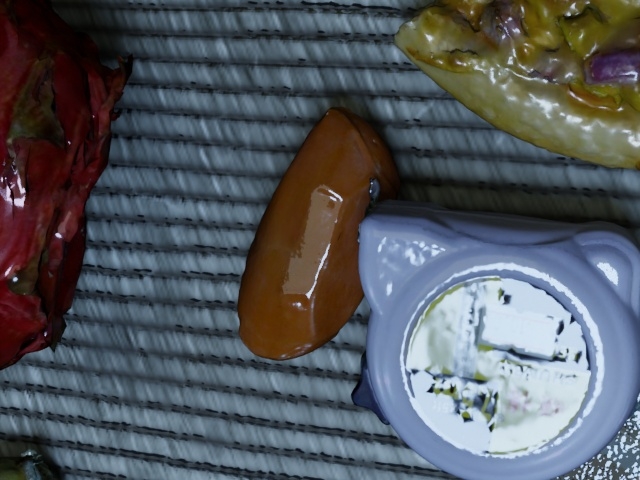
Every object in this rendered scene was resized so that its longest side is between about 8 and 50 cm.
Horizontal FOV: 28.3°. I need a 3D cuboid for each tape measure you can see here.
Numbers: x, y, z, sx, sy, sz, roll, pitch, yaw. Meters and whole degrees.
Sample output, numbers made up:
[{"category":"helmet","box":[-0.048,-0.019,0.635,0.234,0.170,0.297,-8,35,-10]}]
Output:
[{"category":"tape measure","box":[0.112,0.064,0.818,0.196,0.105,0.179,12,103,9]}]

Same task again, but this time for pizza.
[{"category":"pizza","box":[0.243,-0.177,0.779,0.408,0.114,0.278,1,96,17]}]

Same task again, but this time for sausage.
[{"category":"sausage","box":[0.000,0.000,0.870,0.089,0.089,0.179,25,101,17]}]

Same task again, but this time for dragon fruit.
[{"category":"dragon fruit","box":[-0.279,-0.054,0.868,0.301,0.295,0.296,28,99,7]}]

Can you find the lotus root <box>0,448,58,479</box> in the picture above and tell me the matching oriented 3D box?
[{"category":"lotus root","box":[-0.252,0.229,0.959,0.088,0.088,0.165,35,108,16]}]

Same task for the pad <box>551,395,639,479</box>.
[{"category":"pad","box":[0.234,0.132,0.833,0.143,0.003,0.211,33,100,16]}]
